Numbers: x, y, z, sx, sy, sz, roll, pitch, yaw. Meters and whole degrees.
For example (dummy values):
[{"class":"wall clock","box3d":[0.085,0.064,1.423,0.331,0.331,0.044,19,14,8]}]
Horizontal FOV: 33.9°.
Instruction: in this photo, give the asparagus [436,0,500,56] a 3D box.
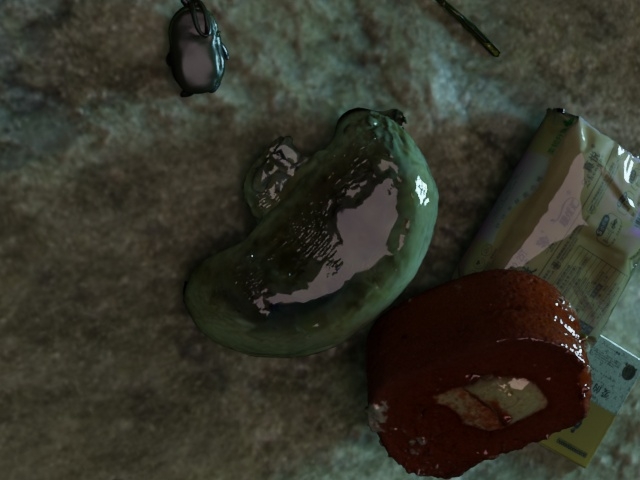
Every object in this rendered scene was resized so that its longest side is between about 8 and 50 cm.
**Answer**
[{"class":"asparagus","box3d":[0.164,-0.279,1.288,0.166,0.013,0.016,38,76,-21]}]

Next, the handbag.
[{"class":"handbag","box3d":[-0.139,-0.218,1.179,0.072,0.047,0.111,-10,103,-11]}]

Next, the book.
[{"class":"book","box3d":[0.364,0.216,1.445,0.118,0.012,0.172,30,89,-20]}]

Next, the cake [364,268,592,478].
[{"class":"cake","box3d":[0.177,0.155,1.250,0.283,0.151,0.177,-27,126,23]}]

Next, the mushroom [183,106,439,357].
[{"class":"mushroom","box3d":[0.000,0.001,1.223,0.344,0.130,0.247,-37,113,-9]}]

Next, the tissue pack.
[{"class":"tissue pack","box3d":[0.316,-0.006,1.331,0.215,0.123,0.256,30,89,-19]}]
